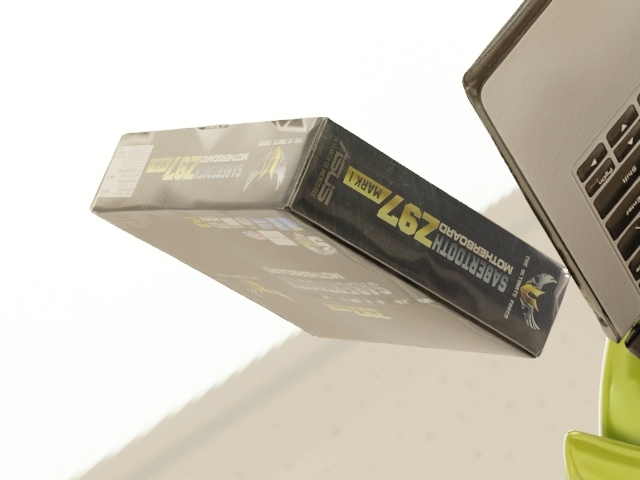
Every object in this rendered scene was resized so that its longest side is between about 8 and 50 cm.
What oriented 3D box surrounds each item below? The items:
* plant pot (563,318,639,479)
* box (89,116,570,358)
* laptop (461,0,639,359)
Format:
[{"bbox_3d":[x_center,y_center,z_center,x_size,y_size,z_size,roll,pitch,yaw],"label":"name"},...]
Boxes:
[{"bbox_3d":[0.283,0.162,1.316,0.207,0.228,0.227,-55,-31,-35],"label":"plant pot"},{"bbox_3d":[0.000,0.000,1.124,0.183,0.233,0.059,30,-105,-30],"label":"box"},{"bbox_3d":[0.329,-0.068,0.988,0.382,0.236,0.408,-51,-36,-9],"label":"laptop"}]
